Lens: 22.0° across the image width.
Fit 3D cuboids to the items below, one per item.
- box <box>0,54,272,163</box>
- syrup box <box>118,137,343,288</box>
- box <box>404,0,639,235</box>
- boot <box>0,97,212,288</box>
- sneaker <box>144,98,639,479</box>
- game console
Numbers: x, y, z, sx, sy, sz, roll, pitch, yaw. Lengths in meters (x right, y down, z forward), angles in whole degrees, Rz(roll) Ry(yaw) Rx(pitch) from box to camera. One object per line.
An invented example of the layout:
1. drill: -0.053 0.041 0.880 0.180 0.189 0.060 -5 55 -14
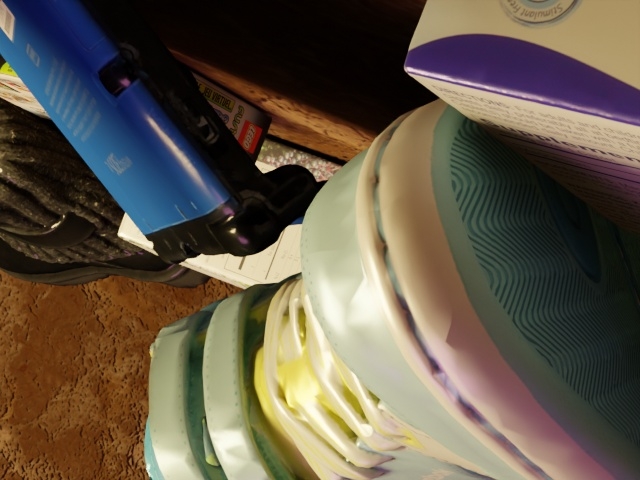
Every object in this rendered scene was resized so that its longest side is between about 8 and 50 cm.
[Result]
1. box: -0.141 -0.094 0.991 0.207 0.036 0.114 16 173 41
2. syrup box: 0.000 0.000 1.072 0.237 0.096 0.093 20 176 10
3. box: 0.113 -0.037 0.398 0.126 0.072 0.137 18 174 37
4. boot: -0.270 -0.047 1.412 0.260 0.131 0.348 17 168 -43
5. sneaker: 0.008 0.051 0.552 0.208 0.127 0.319 -19 166 15
6. game console: -0.018 -0.077 0.748 0.250 0.173 0.293 53 169 -6
